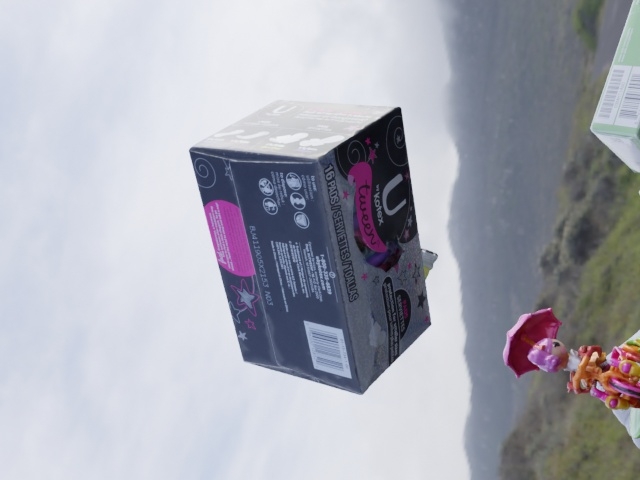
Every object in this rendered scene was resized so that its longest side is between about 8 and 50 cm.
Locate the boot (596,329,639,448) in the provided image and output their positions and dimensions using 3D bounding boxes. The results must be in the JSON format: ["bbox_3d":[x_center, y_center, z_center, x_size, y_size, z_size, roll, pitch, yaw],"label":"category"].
[{"bbox_3d":[0.446,0.137,1.106,0.258,0.095,0.123,-53,43,30],"label":"boot"}]

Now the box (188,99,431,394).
[{"bbox_3d":[0.000,0.000,0.927,0.142,0.163,0.247,-38,-53,-42],"label":"box"}]

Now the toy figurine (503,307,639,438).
[{"bbox_3d":[0.272,0.131,0.989,0.173,0.159,0.130,-29,-48,-75],"label":"toy figurine"}]

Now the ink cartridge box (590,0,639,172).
[{"bbox_3d":[0.375,-0.145,0.976,0.235,0.056,0.171,26,-99,-48],"label":"ink cartridge box"}]

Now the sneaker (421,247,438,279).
[{"bbox_3d":[0.086,0.040,1.397,0.208,0.081,0.094,15,-85,-34],"label":"sneaker"}]
